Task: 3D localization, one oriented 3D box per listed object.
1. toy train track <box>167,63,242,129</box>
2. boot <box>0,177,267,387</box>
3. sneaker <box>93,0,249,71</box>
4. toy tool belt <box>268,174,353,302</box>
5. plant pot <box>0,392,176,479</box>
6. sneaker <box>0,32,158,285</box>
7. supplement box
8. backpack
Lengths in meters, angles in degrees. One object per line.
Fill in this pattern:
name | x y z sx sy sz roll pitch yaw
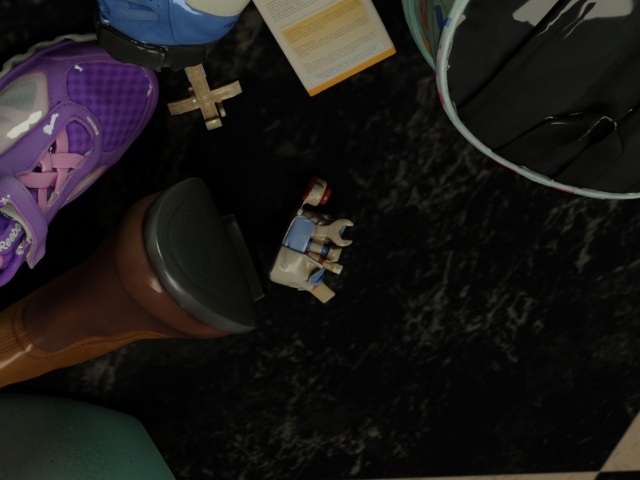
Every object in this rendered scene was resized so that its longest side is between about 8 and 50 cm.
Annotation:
toy train track | -0.076 -0.099 0.782 0.048 0.014 0.083 -19 136 -1
boot | -0.182 0.050 0.768 0.280 0.264 0.096 -20 96 2
sneaker | -0.121 -0.143 0.690 0.152 0.058 0.084 19 135 -22
toy tool belt | 0.000 0.000 0.877 0.051 0.052 0.083 23 106 -7
plant pot | -0.222 0.259 0.933 0.252 0.248 0.247 -17 140 -29
sneaker | -0.178 -0.028 0.704 0.236 0.104 0.095 -39 126 -21
supplement box | -0.003 -0.142 0.749 0.062 0.036 0.098 -26 136 7
backpack | 0.168 -0.157 0.682 0.225 0.191 0.254 19 116 -25
